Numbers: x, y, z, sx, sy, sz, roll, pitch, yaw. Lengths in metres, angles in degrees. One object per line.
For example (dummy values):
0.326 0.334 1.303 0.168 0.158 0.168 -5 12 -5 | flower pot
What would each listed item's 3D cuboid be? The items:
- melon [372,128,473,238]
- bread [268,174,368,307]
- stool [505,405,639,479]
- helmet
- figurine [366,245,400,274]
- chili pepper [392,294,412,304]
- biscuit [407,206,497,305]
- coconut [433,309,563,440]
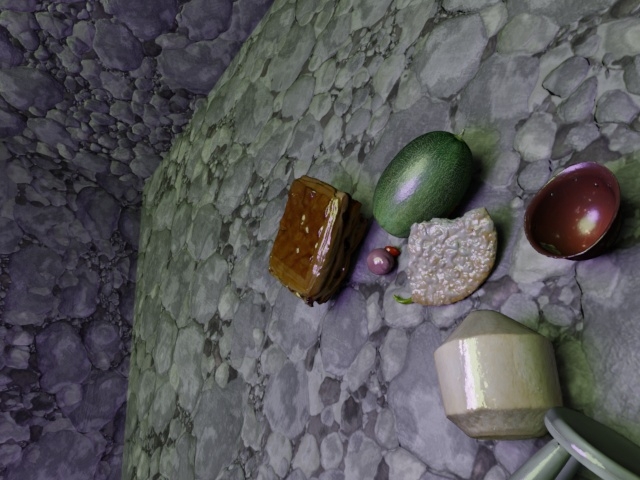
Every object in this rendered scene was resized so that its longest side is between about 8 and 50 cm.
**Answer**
0.233 -0.130 1.185 0.288 0.182 0.182 -52 39 30 | melon
0.000 0.000 1.460 0.277 0.167 0.325 33 110 54 | bread
0.366 0.368 0.745 0.195 0.195 0.199 37 104 40 | stool
0.449 -0.038 0.907 0.155 0.106 0.175 10 81 53 | helmet
0.148 0.052 1.317 0.083 0.067 0.071 -39 23 60 | figurine
0.204 0.135 1.243 0.083 0.017 0.030 -23 56 44 | chili pepper
0.266 0.031 1.122 0.188 0.040 0.265 46 121 16 | biscuit
0.300 0.227 0.912 0.202 0.202 0.222 -28 56 45 | coconut
